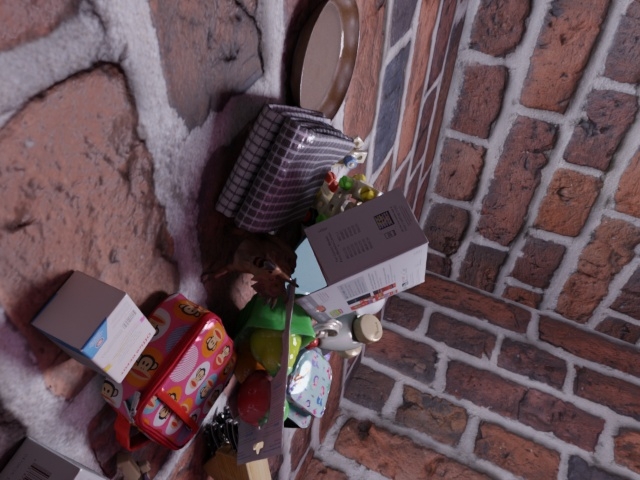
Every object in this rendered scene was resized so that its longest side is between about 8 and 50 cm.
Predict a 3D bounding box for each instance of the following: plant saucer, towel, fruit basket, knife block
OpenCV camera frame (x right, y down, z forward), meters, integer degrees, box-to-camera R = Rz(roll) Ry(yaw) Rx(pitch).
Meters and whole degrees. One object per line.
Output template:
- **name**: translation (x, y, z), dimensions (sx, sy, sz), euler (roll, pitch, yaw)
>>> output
- **plant saucer**: translation (0.036, 0.049, 1.417), dimensions (0.318, 0.043, 0.317), euler (-20, 136, -21)
- **towel**: translation (-0.060, -0.142, 1.051), dimensions (0.235, 0.121, 0.284), euler (-62, 164, 19)
- **fruit basket**: translation (-0.113, 0.298, 1.142), dimensions (0.327, 0.166, 0.352), euler (132, -39, -54)
- **knife block**: translation (-0.191, 0.567, 1.347), dimensions (0.242, 0.276, 0.088), euler (-45, 180, 37)
- **plant saucer**: translation (0.008, -0.402, 1.170), dimensions (0.311, 0.050, 0.310), euler (19, 90, -73)

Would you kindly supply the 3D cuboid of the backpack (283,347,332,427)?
- **backpack**: translation (-0.082, 0.390, 1.502), dimensions (0.225, 0.191, 0.253), euler (51, 38, -38)

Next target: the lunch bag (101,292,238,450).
- **lunch bag**: translation (-0.275, 0.261, 0.948), dimensions (0.258, 0.120, 0.293), euler (-56, 161, -26)

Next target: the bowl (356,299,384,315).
- **bowl**: translation (0.177, 0.144, 1.912), dimensions (0.298, 0.134, 0.297), euler (-15, 90, -82)

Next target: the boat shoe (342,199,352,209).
- **boat shoe**: translation (0.089, -0.087, 1.739), dimensions (0.070, 0.078, 0.219), euler (-62, 169, -23)

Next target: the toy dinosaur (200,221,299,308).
- **toy dinosaur**: translation (-0.103, 0.042, 1.064), dimensions (0.296, 0.201, 0.127), euler (-29, 136, -63)

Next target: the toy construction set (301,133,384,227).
- **toy construction set**: translation (0.041, -0.130, 1.233), dimensions (0.215, 0.151, 0.327), euler (-47, -149, 28)

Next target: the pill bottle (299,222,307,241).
- **pill bottle**: translation (0.000, 0.000, 1.474), dimensions (0.121, 0.121, 0.221), euler (-50, 154, -48)

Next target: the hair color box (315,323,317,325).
- **hair color box**: translation (0.028, 0.252, 1.860), dimensions (0.374, 0.114, 0.185), euler (51, 60, -71)

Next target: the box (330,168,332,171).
- **box**: translation (0.000, -0.202, 1.405), dimensions (0.137, 0.027, 0.093), euler (14, 95, -73)

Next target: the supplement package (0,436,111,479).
- **supplement package**: translation (-0.382, 0.378, 0.754), dimensions (0.179, 0.105, 0.105), euler (84, 30, -54)

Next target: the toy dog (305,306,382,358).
- **toy dog**: translation (0.015, 0.225, 1.430), dimensions (0.334, 0.220, 0.160), euler (26, 43, -48)

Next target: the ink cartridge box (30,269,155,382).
- **ink cartridge box**: translation (-0.308, 0.127, 0.724), dimensions (0.092, 0.090, 0.143), euler (-60, 161, -30)

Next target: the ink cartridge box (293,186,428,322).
- **ink cartridge box**: translation (0.075, 0.050, 1.092), dimensions (0.272, 0.130, 0.309), euler (-24, 160, 1)

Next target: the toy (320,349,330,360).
- **toy**: translation (-0.030, 0.404, 1.689), dimensions (0.237, 0.056, 0.137), euler (-34, -169, 12)

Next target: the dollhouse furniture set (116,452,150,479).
- **dollhouse furniture set**: translation (-0.385, 0.447, 0.990), dimensions (0.081, 0.091, 0.114), euler (-24, 120, -10)
